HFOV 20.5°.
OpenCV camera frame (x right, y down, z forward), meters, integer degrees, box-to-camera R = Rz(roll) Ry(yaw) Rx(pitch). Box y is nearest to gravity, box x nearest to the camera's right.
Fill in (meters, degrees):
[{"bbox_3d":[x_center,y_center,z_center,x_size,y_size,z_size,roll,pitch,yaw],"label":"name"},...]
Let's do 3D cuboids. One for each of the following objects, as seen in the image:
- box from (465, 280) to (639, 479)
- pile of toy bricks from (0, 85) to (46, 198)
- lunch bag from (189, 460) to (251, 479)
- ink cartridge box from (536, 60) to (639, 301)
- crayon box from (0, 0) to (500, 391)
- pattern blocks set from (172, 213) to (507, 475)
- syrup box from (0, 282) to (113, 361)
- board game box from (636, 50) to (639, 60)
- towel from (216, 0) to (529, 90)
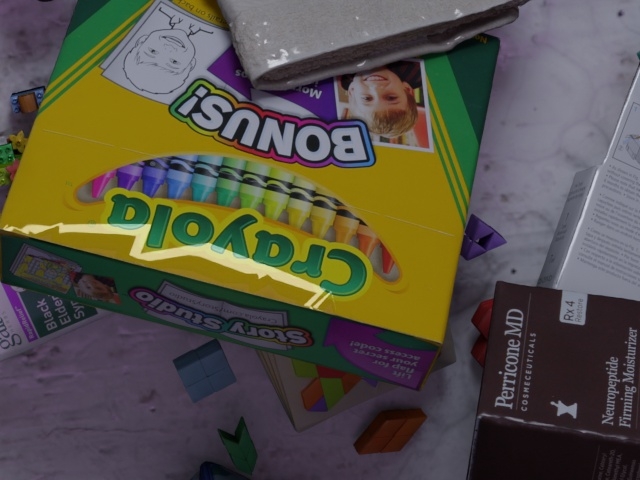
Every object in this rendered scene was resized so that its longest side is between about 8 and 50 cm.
[{"bbox_3d":[0.241,0.162,1.587,0.203,0.168,0.167,8,136,5],"label":"box"},{"bbox_3d":[-0.276,-0.065,1.581,0.212,0.105,0.118,-15,103,-2],"label":"pile of toy bricks"},{"bbox_3d":[-0.041,0.309,1.651,0.219,0.176,0.090,38,97,-11],"label":"lunch bag"},{"bbox_3d":[0.381,-0.007,1.679,0.296,0.066,0.261,23,79,-10],"label":"ink cartridge box"},{"bbox_3d":[-0.053,-0.070,1.493,0.363,0.106,0.313,14,57,-2],"label":"crayon box"},{"bbox_3d":[0.039,0.096,1.624,0.325,0.026,0.285,-34,130,0],"label":"pattern blocks set"},{"bbox_3d":[-0.211,0.020,1.611,0.237,0.096,0.093,-23,101,-1],"label":"syrup box"},{"bbox_3d":[0.406,-0.108,1.633,0.160,0.047,0.210,-23,91,-11],"label":"board game box"},{"bbox_3d":[0.034,-0.235,1.522,0.282,0.049,0.187,-16,61,-20],"label":"towel"}]
